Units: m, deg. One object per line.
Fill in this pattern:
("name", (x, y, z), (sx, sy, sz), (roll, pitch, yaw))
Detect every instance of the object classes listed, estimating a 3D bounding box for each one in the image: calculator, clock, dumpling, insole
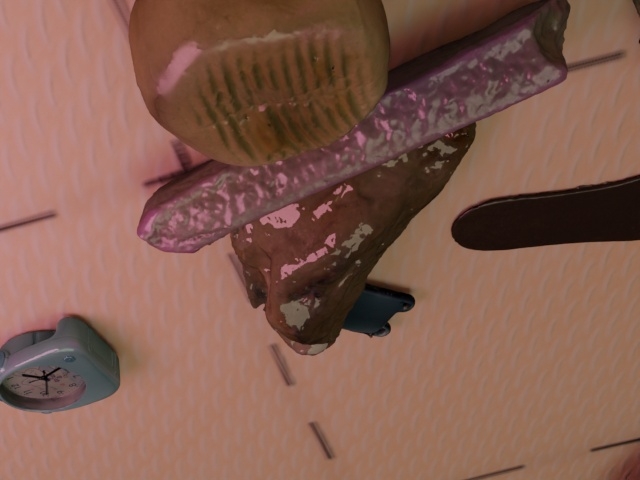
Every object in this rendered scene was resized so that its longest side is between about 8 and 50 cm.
("calculator", (0.022, 0.063, 1.238), (0.141, 0.019, 0.094), (14, 136, -26))
("clock", (-0.284, 0.134, 1.239), (0.147, 0.045, 0.108), (-18, 141, 12))
("dumpling", (0.004, 0.003, 1.097), (0.166, 0.086, 0.332), (10, 132, -23))
("insole", (0.287, -0.030, 1.187), (0.328, 0.007, 0.111), (-8, 141, -3))

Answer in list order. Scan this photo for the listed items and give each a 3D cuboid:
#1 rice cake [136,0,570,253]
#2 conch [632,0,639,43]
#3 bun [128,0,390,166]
("rice cake", (0.024, -0.083, 0.992), (0.399, 0.070, 0.064), (-24, 108, 19))
("conch", (0.392, -0.113, 0.996), (0.386, 0.169, 0.203), (49, 152, -5))
("bun", (-0.041, -0.142, 0.877), (0.178, 0.128, 0.193), (-13, 154, 5))
